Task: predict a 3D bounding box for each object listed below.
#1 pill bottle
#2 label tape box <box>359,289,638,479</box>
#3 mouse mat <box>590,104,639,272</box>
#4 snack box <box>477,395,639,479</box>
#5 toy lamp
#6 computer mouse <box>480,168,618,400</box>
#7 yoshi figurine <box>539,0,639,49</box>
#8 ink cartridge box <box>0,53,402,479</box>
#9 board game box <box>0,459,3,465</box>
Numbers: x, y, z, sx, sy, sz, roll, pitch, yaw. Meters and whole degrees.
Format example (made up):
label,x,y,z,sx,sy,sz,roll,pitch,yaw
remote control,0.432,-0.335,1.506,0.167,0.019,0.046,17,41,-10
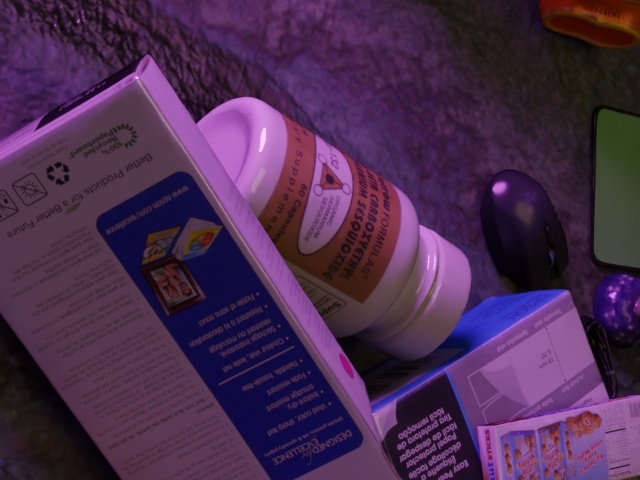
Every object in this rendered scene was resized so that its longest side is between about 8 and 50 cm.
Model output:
label,x,y,z,sx,sy,sz,roll,pitch,yaw
pill bottle,0.000,0.000,1.254,0.229,0.131,0.131,31,67,-31
label tape box,0.151,0.239,1.360,0.240,0.106,0.334,-28,102,-36
mouse mat,0.324,-0.041,1.586,0.189,0.007,0.153,10,79,-35
snack box,0.198,0.166,1.322,0.178,0.022,0.064,-5,88,-39
toy lamp,0.361,0.050,1.434,0.080,0.274,0.080,4,83,-38
computer mouse,0.212,0.044,1.469,0.071,0.041,0.242,-41,110,-34
yoshi figurine,0.308,-0.362,1.508,0.203,0.203,0.362,29,65,-49
ink cartridge box,-0.095,0.071,1.150,0.371,0.175,0.069,58,15,-16
board game box,-0.310,0.098,1.066,0.136,0.035,0.201,-37,107,-34
